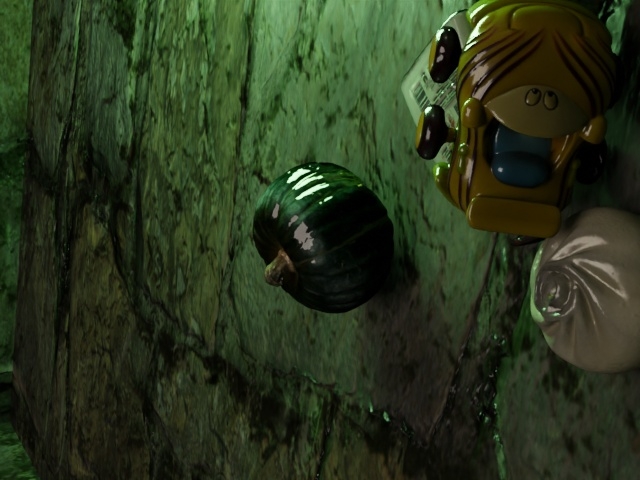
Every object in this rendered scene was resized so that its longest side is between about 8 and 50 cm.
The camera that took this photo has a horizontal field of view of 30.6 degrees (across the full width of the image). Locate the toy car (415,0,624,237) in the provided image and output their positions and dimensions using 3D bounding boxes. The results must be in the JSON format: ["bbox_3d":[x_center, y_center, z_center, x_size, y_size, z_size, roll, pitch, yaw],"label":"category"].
[{"bbox_3d":[0.204,-0.122,1.170,0.142,0.200,0.248,-92,7,-67],"label":"toy car"}]

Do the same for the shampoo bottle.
[{"bbox_3d":[0.193,-0.110,1.350,0.153,0.071,0.284,-49,57,47],"label":"shampoo bottle"}]

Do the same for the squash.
[{"bbox_3d":[0.004,-0.004,1.579,0.218,0.172,0.218,19,112,59],"label":"squash"}]

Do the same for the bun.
[{"bbox_3d":[0.277,0.052,1.192,0.173,0.120,0.173,13,105,59],"label":"bun"}]

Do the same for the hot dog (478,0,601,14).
[{"bbox_3d":[0.210,-0.321,1.270,0.270,0.082,0.162,64,142,31],"label":"hot dog"}]
